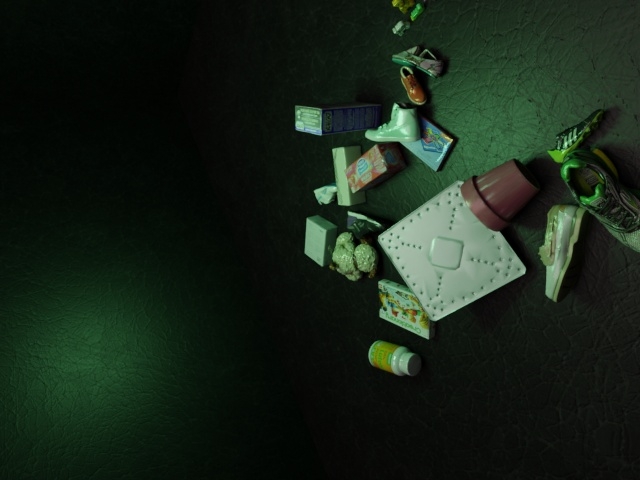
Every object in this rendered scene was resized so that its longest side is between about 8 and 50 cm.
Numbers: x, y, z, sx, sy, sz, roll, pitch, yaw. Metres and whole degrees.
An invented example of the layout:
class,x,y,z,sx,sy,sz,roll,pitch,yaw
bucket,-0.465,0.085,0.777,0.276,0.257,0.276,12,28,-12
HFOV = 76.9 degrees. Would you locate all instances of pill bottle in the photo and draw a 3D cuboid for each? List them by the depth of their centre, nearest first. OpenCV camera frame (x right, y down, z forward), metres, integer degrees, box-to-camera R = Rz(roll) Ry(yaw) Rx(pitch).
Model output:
class,x,y,z,sx,sy,sz,roll,pitch,yaw
pill bottle,0.363,0.576,1.959,0.245,0.136,0.137,-1,102,55

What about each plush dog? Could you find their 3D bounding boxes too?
class,x,y,z,sx,sy,sz,roll,pitch,yaw
plush dog,0.181,0.086,2.003,0.225,0.210,0.263,-12,96,29

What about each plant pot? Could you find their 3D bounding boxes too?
class,x,y,z,sx,sy,sz,roll,pitch,yaw
plant pot,0.592,-0.160,1.309,0.180,0.201,0.201,-43,67,36

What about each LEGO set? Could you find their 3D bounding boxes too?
class,x,y,z,sx,sy,sz,roll,pitch,yaw
LEGO set,0.324,-0.863,1.469,0.227,0.093,0.087,-30,78,55

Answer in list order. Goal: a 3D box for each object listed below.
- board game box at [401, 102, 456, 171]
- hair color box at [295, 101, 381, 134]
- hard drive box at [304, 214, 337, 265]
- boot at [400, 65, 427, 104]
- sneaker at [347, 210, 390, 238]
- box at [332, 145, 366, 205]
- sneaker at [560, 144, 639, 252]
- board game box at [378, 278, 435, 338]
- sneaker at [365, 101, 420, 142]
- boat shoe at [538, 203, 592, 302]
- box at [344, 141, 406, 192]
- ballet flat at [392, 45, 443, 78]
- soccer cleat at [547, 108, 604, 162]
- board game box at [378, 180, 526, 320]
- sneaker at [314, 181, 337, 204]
class,x,y,z,sx,sy,sz,roll,pitch,yaw
board game box,0.400,-0.413,1.603,0.281,0.027,0.145,51,141,31
hair color box,0.079,-0.531,1.733,0.185,0.338,0.110,28,124,47
hard drive box,0.000,0.000,2.283,0.181,0.089,0.232,35,130,43
boot,0.352,-0.592,1.539,0.059,0.084,0.158,-31,76,11
sneaker,0.225,-0.058,1.914,0.283,0.107,0.124,27,110,58
box,0.139,-0.312,1.942,0.094,0.113,0.275,11,110,54
sneaker,0.773,-0.094,1.084,0.344,0.146,0.134,51,142,13
board game box,0.398,0.312,1.878,0.305,0.053,0.193,16,117,51
sneaker,0.288,-0.480,1.625,0.255,0.094,0.151,14,121,42
boat shoe,0.739,0.037,1.243,0.103,0.113,0.303,24,112,50
box,0.238,-0.320,1.782,0.257,0.128,0.123,-31,78,55
ballet flat,0.371,-0.678,1.510,0.221,0.076,0.079,40,115,33
soccer cleat,0.728,-0.305,1.157,0.072,0.060,0.179,55,144,28
board game box,0.471,0.044,1.495,0.390,0.050,0.390,-37,80,28
sneaker,0.052,-0.250,2.123,0.228,0.087,0.092,-10,102,63
